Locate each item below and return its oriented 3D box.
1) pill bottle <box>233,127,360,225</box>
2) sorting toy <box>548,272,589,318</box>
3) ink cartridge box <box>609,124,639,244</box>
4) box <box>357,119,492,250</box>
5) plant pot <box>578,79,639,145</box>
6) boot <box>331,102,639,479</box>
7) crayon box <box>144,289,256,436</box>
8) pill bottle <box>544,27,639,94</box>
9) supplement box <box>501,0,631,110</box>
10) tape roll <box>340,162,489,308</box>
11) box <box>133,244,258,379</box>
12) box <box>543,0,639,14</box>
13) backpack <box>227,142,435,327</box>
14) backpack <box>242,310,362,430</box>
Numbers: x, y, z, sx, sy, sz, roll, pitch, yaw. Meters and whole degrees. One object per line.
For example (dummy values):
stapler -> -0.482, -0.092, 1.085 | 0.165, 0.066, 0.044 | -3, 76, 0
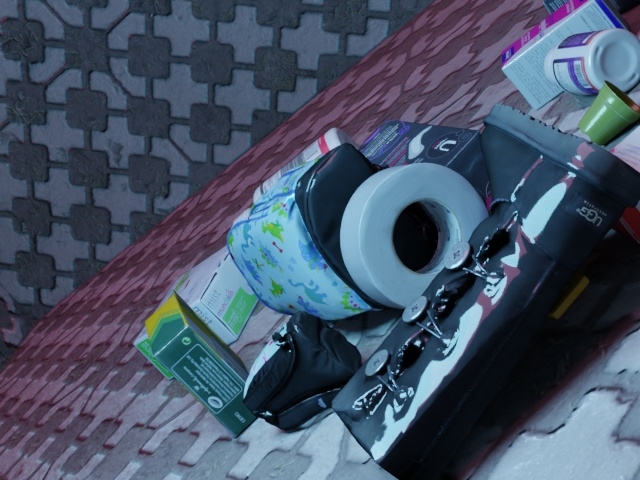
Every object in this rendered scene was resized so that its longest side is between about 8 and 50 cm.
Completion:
pill bottle -> -0.035, -0.088, 2.400 | 0.318, 0.176, 0.176 | -38, 15, 16
sorting toy -> 0.270, 0.061, 1.453 | 0.196, 0.047, 0.347 | -45, 14, 5
ink cartridge box -> 0.417, -0.078, 1.394 | 0.231, 0.078, 0.134 | -42, 14, 4
box -> 0.173, -0.095, 1.853 | 0.165, 0.143, 0.270 | -47, 28, -15
plant pot -> 0.443, -0.190, 1.676 | 0.079, 0.083, 0.083 | -50, 10, 24
boot -> 0.180, 0.057, 1.369 | 0.445, 0.146, 0.367 | -58, 11, 7
crayon box -> -0.214, 0.213, 1.954 | 0.083, 0.203, 0.323 | -43, 14, -3
pill bottle -> 0.462, -0.304, 1.864 | 0.108, 0.108, 0.193 | -44, 15, -6
supplement box -> 0.459, -0.363, 2.038 | 0.220, 0.114, 0.111 | -38, 16, 23
tape roll -> 0.143, -0.005, 1.618 | 0.219, 0.219, 0.072 | -47, 16, -16
box -> -0.256, 0.145, 2.406 | 0.231, 0.127, 0.262 | -32, 17, 31
box -> 0.577, -0.523, 2.188 | 0.207, 0.108, 0.153 | -26, 21, 46
backpack -> 0.000, 0.000, 1.815 | 0.273, 0.290, 0.355 | -40, 17, -7
backpack -> -0.035, 0.206, 1.672 | 0.182, 0.152, 0.115 | -48, 4, 30
